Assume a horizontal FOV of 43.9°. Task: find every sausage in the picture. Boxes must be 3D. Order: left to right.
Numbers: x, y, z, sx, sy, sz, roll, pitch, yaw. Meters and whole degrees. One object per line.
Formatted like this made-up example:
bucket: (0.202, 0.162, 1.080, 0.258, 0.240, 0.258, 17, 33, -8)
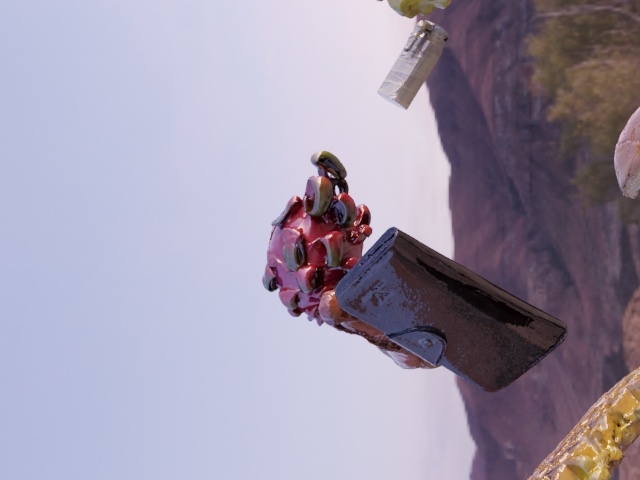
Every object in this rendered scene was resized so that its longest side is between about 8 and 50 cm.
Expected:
sausage: (0.102, 0.140, 1.296, 0.327, 0.087, 0.079, 37, -163, -53)

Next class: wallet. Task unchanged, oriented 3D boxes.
wallet: (0.185, 0.110, 1.154, 0.172, 0.318, 0.045, -49, 21, 31)

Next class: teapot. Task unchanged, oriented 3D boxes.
teapot: (0.208, -0.410, 1.818, 0.200, 0.077, 0.107, -58, -34, 4)

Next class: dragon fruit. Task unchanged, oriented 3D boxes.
dragon fruit: (0.006, 0.008, 1.358, 0.218, 0.198, 0.272, -44, -12, -49)

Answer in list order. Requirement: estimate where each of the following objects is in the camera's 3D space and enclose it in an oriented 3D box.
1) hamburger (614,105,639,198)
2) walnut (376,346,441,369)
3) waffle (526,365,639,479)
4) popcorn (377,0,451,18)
hamburger: (0.689, -0.210, 1.537, 0.245, 0.156, 0.282, -147, 67, -76)
walnut: (0.203, 0.156, 1.624, 0.228, 0.228, 0.227, -1, -90, -76)
waffle: (0.312, 0.259, 0.944, 0.301, 0.058, 0.281, -46, -17, -8)
popcorn: (0.190, -0.534, 1.373, 0.250, 0.235, 0.241, 152, 110, -70)
